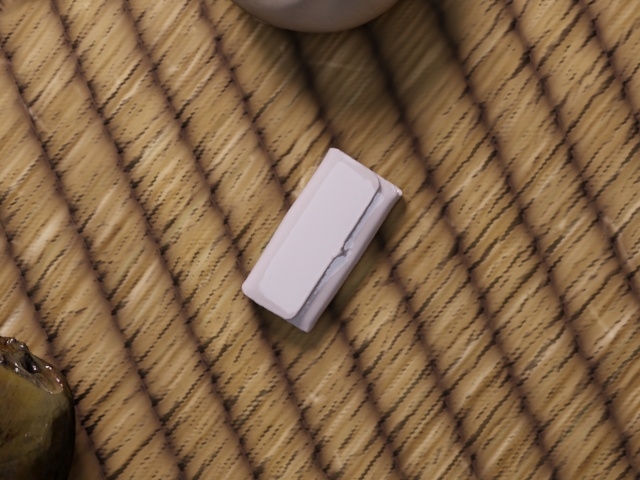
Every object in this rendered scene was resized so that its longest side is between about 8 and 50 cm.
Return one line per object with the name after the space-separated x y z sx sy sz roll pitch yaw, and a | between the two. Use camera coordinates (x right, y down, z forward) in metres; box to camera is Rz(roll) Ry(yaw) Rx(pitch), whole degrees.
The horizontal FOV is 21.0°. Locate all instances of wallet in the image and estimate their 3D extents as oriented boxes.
0.000 0.000 1.218 0.061 0.025 0.122 33 93 1 | wallet

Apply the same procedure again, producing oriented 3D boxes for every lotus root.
-0.273 0.196 1.190 0.160 0.152 0.275 29 97 -10 | lotus root

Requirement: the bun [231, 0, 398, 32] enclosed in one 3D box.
-0.007 -0.229 1.176 0.172 0.120 0.173 0 88 6 | bun
